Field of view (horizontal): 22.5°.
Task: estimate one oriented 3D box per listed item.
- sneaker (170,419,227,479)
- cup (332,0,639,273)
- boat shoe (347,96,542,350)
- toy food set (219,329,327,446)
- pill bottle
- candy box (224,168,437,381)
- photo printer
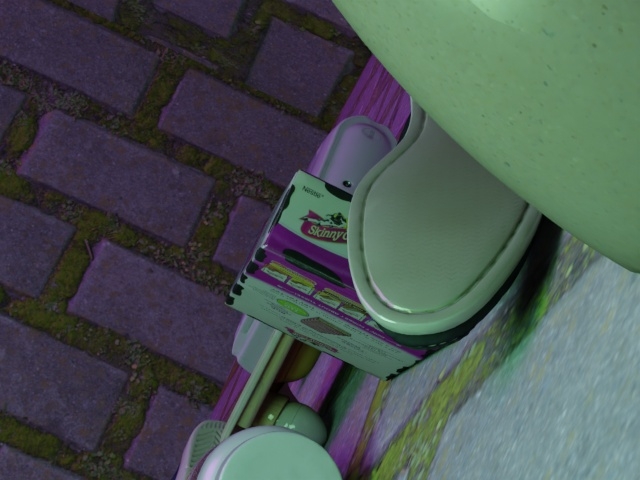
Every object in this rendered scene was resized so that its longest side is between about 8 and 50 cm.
[{"bbox_3d":[-0.150,0.366,1.845,0.350,0.131,0.148,-61,-8,-54],"label":"sneaker"},{"bbox_3d":[0.119,-0.183,0.769,0.331,0.237,0.331,-155,90,-85],"label":"cup"},{"bbox_3d":[0.092,-0.025,1.092,0.340,0.127,0.113,-82,-13,-51],"label":"boat shoe"},{"bbox_3d":[0.015,0.095,1.623,0.306,0.092,0.220,-62,-7,20],"label":"toy food set"},{"bbox_3d":[-0.048,0.216,1.336,0.221,0.121,0.121,131,163,-76],"label":"pill bottle"},{"bbox_3d":[0.021,0.034,1.274,0.071,0.159,0.233,-65,4,-16],"label":"candy box"},{"bbox_3d":[0.000,0.000,2.084,0.307,0.107,0.256,-69,6,-48],"label":"photo printer"}]
